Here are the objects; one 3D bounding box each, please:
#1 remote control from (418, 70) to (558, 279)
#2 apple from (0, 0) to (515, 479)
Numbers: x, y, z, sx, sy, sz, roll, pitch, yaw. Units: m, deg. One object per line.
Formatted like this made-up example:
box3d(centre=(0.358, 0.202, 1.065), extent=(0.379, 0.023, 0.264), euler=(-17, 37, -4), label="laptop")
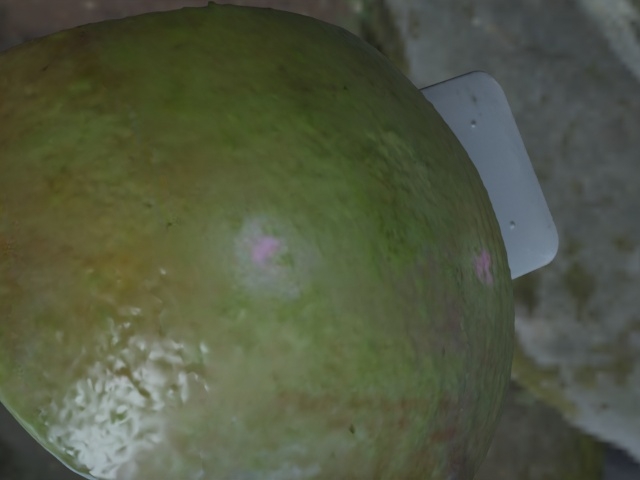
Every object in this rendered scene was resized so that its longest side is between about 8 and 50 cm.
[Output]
box3d(centre=(0.000, 0.000, 0.870), extent=(0.250, 0.103, 0.034), euler=(-22, -179, -36), label="remote control")
box3d(centre=(-0.004, 0.013, 0.683), extent=(0.120, 0.193, 0.265), euler=(-43, 150, 28), label="apple")
